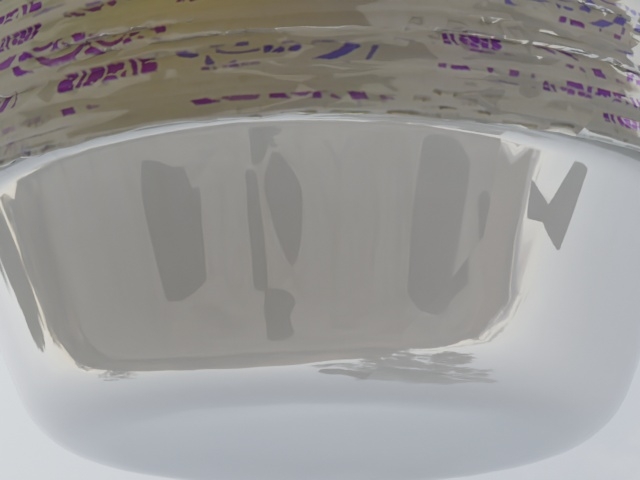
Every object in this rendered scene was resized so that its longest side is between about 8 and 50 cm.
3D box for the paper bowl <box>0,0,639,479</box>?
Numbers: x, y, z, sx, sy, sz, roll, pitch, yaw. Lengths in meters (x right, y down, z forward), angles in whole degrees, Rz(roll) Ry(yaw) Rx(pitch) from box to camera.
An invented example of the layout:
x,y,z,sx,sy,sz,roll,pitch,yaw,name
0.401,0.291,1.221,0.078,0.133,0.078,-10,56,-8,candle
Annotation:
x,y,z,sx,sy,sz,roll,pitch,yaw,name
0.000,0.000,0.483,0.284,0.284,0.148,-6,-109,17,paper bowl
